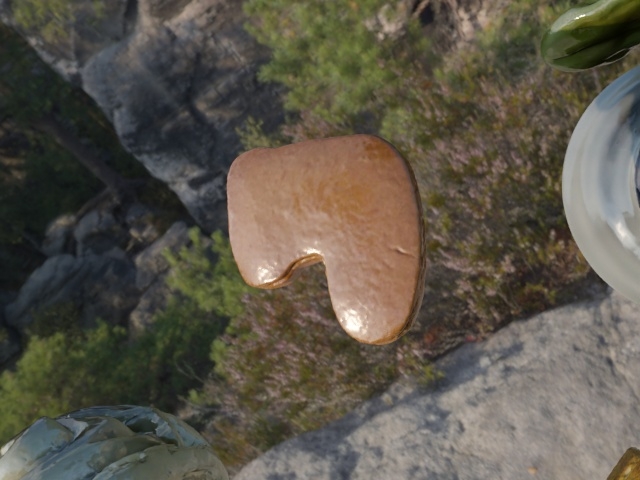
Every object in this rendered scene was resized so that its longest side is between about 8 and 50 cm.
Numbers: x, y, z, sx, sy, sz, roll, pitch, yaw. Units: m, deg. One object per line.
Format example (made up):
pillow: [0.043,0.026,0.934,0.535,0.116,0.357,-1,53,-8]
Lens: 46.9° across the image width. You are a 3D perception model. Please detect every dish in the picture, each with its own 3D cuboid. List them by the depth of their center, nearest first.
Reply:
dish: [0.428,-0.066,0.806,0.316,0.106,0.317,-1,87,15]

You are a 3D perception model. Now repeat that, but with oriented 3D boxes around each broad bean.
broad bean: [0.339,-0.246,0.784,0.206,0.153,0.072,-28,66,-2]

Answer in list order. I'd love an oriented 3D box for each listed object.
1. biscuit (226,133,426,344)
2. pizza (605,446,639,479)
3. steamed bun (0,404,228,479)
biscuit: [0.000,0.000,0.658,0.192,0.036,0.186,-4,84,26]
pizza: [0.302,0.350,0.773,0.087,0.268,0.258,37,93,13]
steamed bun: [-0.286,0.327,0.905,0.339,0.248,0.352,-17,3,6]
